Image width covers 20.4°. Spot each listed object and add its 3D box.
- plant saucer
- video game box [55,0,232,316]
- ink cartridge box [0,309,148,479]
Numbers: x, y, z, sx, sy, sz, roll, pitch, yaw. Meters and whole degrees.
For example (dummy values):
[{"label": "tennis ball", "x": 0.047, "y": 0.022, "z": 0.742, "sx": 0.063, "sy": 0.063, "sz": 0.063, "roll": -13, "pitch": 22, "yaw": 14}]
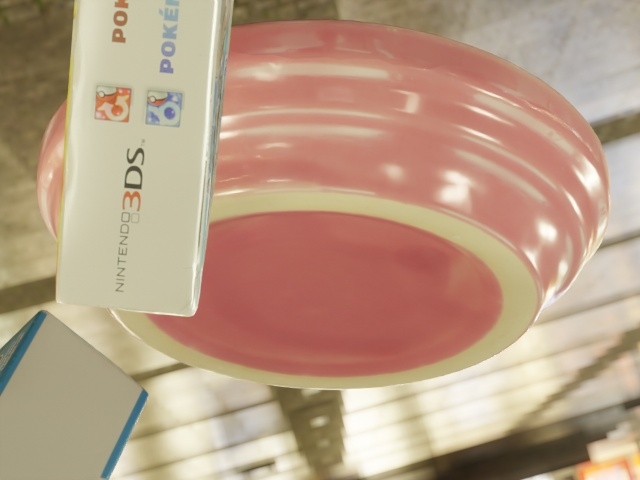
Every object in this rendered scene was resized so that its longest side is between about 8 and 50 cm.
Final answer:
[{"label": "plant saucer", "x": 0.000, "y": 0.000, "z": 1.023, "sx": 0.332, "sy": 0.084, "sz": 0.332, "roll": 2, "pitch": 151, "yaw": 1}, {"label": "video game box", "x": -0.050, "y": -0.087, "z": 0.585, "sx": 0.048, "sy": 0.187, "sz": 0.205, "roll": 3, "pitch": -170, "yaw": -3}, {"label": "ink cartridge box", "x": -0.193, "y": 0.146, "z": 0.948, "sx": 0.191, "sy": 0.082, "sz": 0.139, "roll": -42, "pitch": -164, "yaw": 35}]
